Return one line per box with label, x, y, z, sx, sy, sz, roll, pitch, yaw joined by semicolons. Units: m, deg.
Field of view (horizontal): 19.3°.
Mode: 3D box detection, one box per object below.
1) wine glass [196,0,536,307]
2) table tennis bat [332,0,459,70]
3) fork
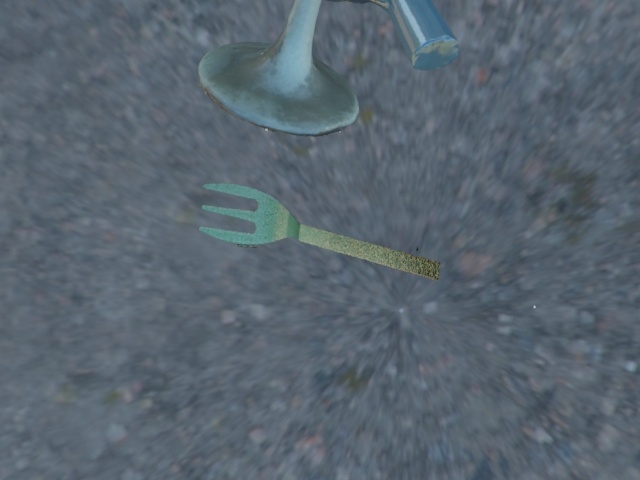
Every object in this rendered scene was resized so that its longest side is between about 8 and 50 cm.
wine glass;0.078;-0.167;0.978;0.264;0.096;0.310;35;125;25
table tennis bat;0.047;-0.279;1.716;0.215;0.044;0.329;-17;54;-9
fork;0.002;0.000;1.116;0.021;0.235;0.039;-5;103;-37
